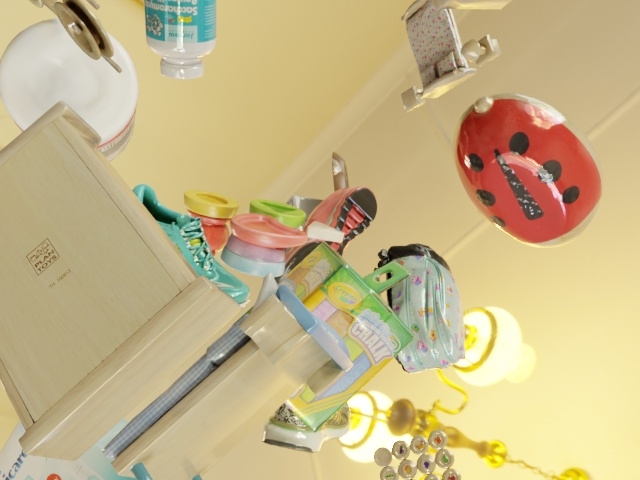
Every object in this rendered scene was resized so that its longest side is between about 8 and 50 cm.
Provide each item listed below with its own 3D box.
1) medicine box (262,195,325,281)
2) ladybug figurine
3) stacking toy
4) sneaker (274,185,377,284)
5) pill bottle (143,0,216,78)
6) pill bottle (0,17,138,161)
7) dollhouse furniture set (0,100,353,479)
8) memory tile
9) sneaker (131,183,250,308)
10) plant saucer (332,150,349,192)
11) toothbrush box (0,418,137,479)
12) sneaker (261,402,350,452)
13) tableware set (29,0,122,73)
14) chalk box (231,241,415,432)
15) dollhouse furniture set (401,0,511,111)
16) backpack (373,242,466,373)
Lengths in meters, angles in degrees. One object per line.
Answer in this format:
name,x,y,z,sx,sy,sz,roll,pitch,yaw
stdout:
medicine box,-0.070,0.044,2.020,0.289,0.149,0.263,-43,-132,53
ladybug figurine,0.474,-0.142,1.477,0.305,0.449,0.161,-26,-150,36
stacking toy,-0.132,0.002,1.376,0.309,0.280,0.130,30,-70,46
sneaker,0.001,0.000,1.488,0.314,0.116,0.136,-49,-152,-10
pill bottle,-0.285,-0.471,1.302,0.146,0.146,0.263,-124,-147,-54
pill bottle,-0.376,-0.204,0.984,0.176,0.176,0.318,-67,-164,-9
dollhouse furniture set,-0.164,0.099,0.523,0.286,0.303,0.198,-42,-119,-4
memory tile,0.183,0.429,1.208,0.148,0.012,0.113,-17,-108,-1
sneaker,-0.225,0.015,1.038,0.110,0.275,0.107,-57,170,24
plant saucer,0.064,-0.171,1.921,0.036,0.198,0.198,-5,-127,6
toothbrush box,-0.393,0.419,1.081,0.296,0.126,0.216,35,-84,15
sneaker,-0.004,0.386,1.561,0.158,0.410,0.181,12,-90,15
tableware set,-0.322,-0.281,0.758,0.039,0.194,0.128,-43,167,-18
chalk box,0.015,0.095,0.781,0.213,0.132,0.132,-44,-164,-2
dollhouse furniture set,0.198,-0.470,1.318,0.356,0.174,0.303,-25,-101,59
backpack,0.155,0.107,0.965,0.115,0.152,0.181,-20,-132,29
